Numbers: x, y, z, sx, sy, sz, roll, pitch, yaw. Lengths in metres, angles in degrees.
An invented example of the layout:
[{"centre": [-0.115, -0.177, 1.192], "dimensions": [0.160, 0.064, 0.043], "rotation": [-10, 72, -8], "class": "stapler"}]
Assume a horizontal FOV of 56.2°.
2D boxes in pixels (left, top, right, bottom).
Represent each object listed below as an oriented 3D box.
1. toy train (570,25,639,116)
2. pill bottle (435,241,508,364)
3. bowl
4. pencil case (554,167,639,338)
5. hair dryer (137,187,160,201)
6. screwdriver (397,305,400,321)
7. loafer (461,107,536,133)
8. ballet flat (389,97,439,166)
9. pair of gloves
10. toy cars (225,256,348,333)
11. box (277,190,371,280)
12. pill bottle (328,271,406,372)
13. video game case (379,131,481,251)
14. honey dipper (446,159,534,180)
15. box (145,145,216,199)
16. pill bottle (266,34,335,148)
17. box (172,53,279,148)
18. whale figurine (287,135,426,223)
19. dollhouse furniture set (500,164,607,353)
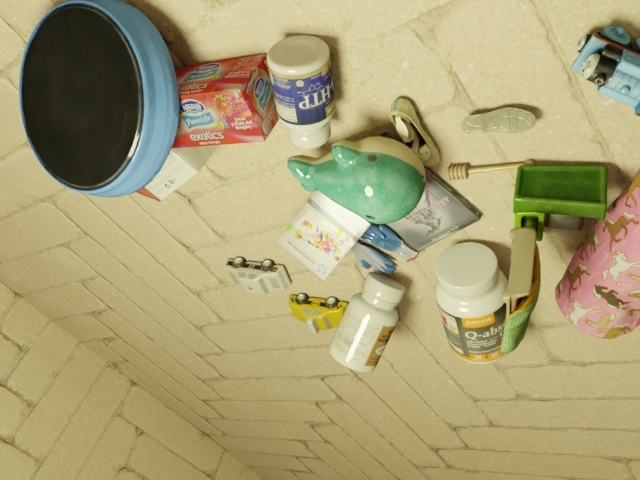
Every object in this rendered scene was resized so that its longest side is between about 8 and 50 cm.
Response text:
[{"centre": [0.457, -0.240, 0.867], "dimensions": [0.184, 0.105, 0.080], "rotation": [24, 143, 1], "class": "toy train"}, {"centre": [0.349, 0.145, 1.357], "dimensions": [0.162, 0.162, 0.278], "rotation": [3, 139, 27], "class": "pill bottle"}, {"centre": [-0.449, -0.276, 1.178], "dimensions": [0.391, 0.077, 0.390], "rotation": [6, 102, 29], "class": "bowl"}, {"centre": [0.576, 0.024, 1.085], "dimensions": [0.167, 0.160, 0.386], "rotation": [-8, 143, -12], "class": "pencil case"}, {"centre": [-0.483, -0.155, 1.439], "dimensions": [0.223, 0.080, 0.293], "rotation": [52, -166, 27], "class": "hair dryer"}, {"centre": [0.203, 0.176, 1.597], "dimensions": [0.025, 0.024, 0.169], "rotation": [-10, 142, -3], "class": "screwdriver"}, {"centre": [0.313, -0.210, 1.051], "dimensions": [0.125, 0.039, 0.045], "rotation": [1, 104, 25], "class": "loafer"}, {"centre": [0.173, -0.191, 1.134], "dimensions": [0.057, 0.052, 0.168], "rotation": [-10, 132, 37], "class": "ballet flat"}, {"centre": [0.132, 0.022, 1.427], "dimensions": [0.159, 0.023, 0.198], "rotation": [33, 150, -9], "class": "pair of gloves"}, {"centre": [-0.099, 0.165, 1.698], "dimensions": [0.394, 0.087, 0.176], "rotation": [30, 143, -8], "class": "toy cars"}, {"centre": [0.009, -0.022, 1.362], "dimensions": [0.145, 0.038, 0.186], "rotation": [40, 118, 2], "class": "box"}, {"centre": [0.122, 0.202, 1.502], "dimensions": [0.131, 0.131, 0.229], "rotation": [24, 102, 2], "class": "pill bottle"}, {"centre": [0.176, -0.093, 1.277], "dimensions": [0.274, 0.026, 0.196], "rotation": [38, 142, -16], "class": "video game case"}, {"centre": [0.322, -0.135, 1.140], "dimensions": [0.161, 0.030, 0.030], "rotation": [-2, 136, 28], "class": "honey dipper"}, {"centre": [-0.361, -0.214, 1.353], "dimensions": [0.182, 0.119, 0.181], "rotation": [41, 140, -22], "class": "box"}, {"centre": [-0.030, -0.268, 1.105], "dimensions": [0.112, 0.112, 0.186], "rotation": [11, 142, 18], "class": "pill bottle"}, {"centre": [-0.213, -0.272, 1.189], "dimensions": [0.257, 0.128, 0.122], "rotation": [1, 136, 29], "class": "box"}, {"centre": [0.064, -0.107, 1.160], "dimensions": [0.272, 0.141, 0.216], "rotation": [4, 157, 24], "class": "whale figurine"}, {"centre": [0.413, 0.039, 1.064], "dimensions": [0.151, 0.301, 0.197], "rotation": [5, 144, 20], "class": "dollhouse furniture set"}]
